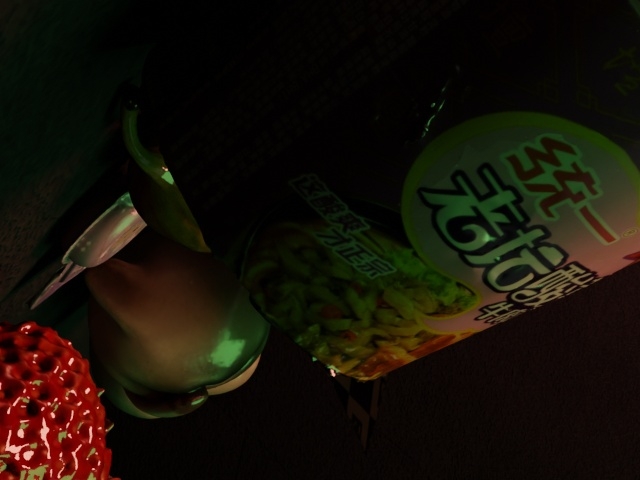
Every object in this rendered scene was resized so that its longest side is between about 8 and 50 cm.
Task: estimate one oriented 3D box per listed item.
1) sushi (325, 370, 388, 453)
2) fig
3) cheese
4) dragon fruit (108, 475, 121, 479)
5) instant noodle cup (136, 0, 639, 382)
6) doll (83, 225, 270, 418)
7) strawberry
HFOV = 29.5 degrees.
[{"bbox_3d":[0.000,0.000,1.280,0.339,0.069,0.320,-119,-144,-56],"label":"sushi"},{"bbox_3d":[-0.098,-0.057,0.870,0.124,0.124,0.236,-43,165,6],"label":"fig"},{"bbox_3d":[-0.186,-0.006,1.029,0.105,0.042,0.191,-41,180,-40],"label":"cheese"},{"bbox_3d":[-0.309,0.278,1.134,0.269,0.250,0.291,-39,-145,-27],"label":"dragon fruit"},{"bbox_3d":[0.075,-0.083,0.713,0.266,0.339,0.340,-35,-178,18],"label":"instant noodle cup"},{"bbox_3d":[-0.166,0.095,1.414,0.215,0.226,0.370,-8,178,-10],"label":"doll"},{"bbox_3d":[-0.278,0.147,0.910,0.205,0.205,0.244,-43,157,9],"label":"strawberry"}]
